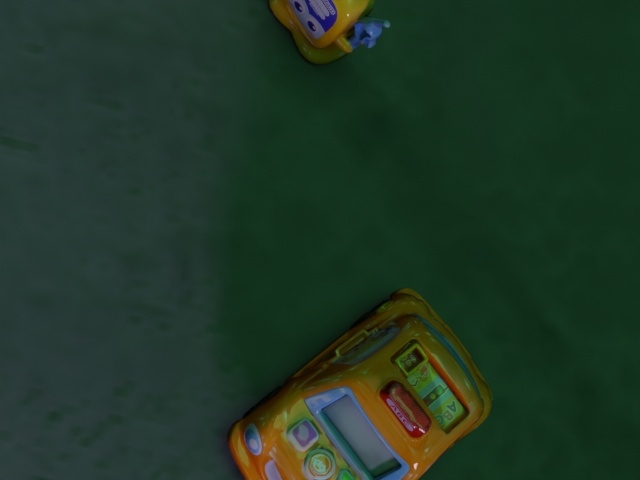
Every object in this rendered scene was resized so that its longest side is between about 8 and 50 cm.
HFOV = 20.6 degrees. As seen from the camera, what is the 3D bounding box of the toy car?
[{"bbox_3d":[0.000,0.000,0.369,0.060,0.040,0.122,-19,87,-21],"label":"toy car"}]
